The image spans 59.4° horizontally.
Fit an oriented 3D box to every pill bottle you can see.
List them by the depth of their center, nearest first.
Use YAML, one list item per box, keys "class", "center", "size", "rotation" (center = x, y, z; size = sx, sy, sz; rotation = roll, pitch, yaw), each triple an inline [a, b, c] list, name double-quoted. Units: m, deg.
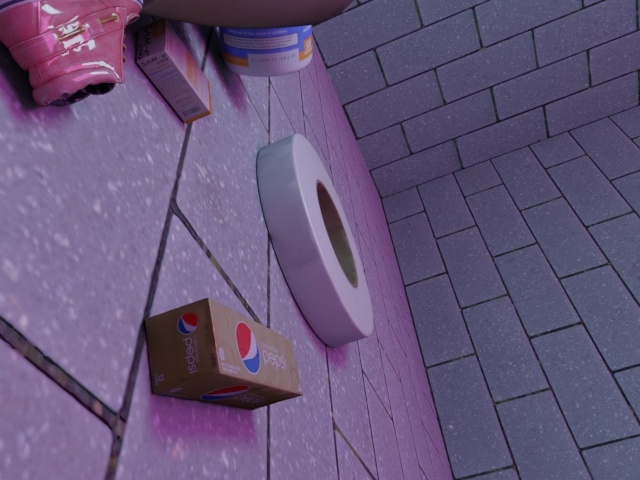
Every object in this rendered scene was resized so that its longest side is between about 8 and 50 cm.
- class: "pill bottle"
  center: [-0.091, -0.405, 0.856]
  size: [0.152, 0.152, 0.272]
  rotation: [-95, -177, -52]

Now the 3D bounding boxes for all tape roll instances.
- class: "tape roll"
  center: [0.000, 0.000, 1.017]
  size: [0.392, 0.072, 0.392]
  rotation: [-20, 90, -79]

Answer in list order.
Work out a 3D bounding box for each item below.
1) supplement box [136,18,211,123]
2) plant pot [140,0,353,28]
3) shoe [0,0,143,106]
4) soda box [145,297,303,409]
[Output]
- class: "supplement box"
  center: [-0.164, -0.189, 0.634]
  size: [0.098, 0.036, 0.062]
  rotation: [57, 18, -52]
- class: "plant pot"
  center: [-0.108, -0.337, 0.600]
  size: [0.274, 0.256, 0.256]
  rotation: [-42, 116, -45]
- class: "shoe"
  center: [-0.181, -0.156, 0.440]
  size: [0.178, 0.063, 0.081]
  rotation: [-68, 139, -66]
- class: "soda box"
  center: [-0.076, 0.107, 0.495]
  size: [0.181, 0.058, 0.061]
  rotation: [47, 26, -63]
